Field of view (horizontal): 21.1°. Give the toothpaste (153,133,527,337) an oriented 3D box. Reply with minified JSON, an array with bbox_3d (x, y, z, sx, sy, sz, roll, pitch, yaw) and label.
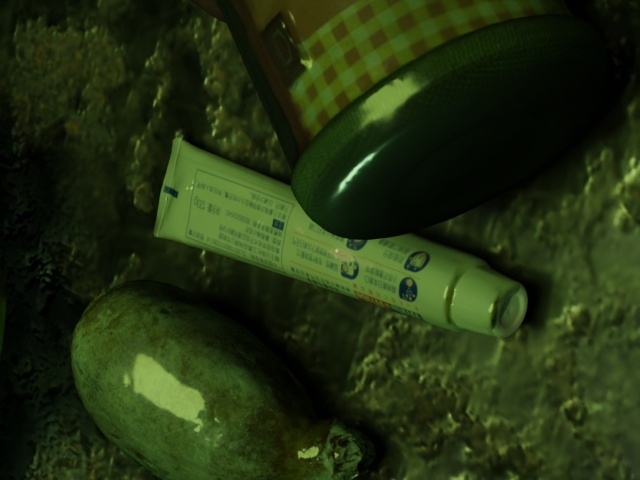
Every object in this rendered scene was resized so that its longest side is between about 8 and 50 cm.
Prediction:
[{"bbox_3d":[0.000,0.000,0.776,0.218,0.033,0.052,20,100,40],"label":"toothpaste"}]

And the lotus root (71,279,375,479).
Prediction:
[{"bbox_3d":[-0.052,0.076,0.792,0.165,0.088,0.088,33,112,23],"label":"lotus root"}]

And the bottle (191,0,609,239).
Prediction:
[{"bbox_3d":[0.001,-0.144,0.697,0.156,0.143,0.271,-40,67,33],"label":"bottle"}]

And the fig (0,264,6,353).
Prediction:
[{"bbox_3d":[-0.314,0.028,0.894,0.326,0.258,0.258,0,92,53],"label":"fig"}]
